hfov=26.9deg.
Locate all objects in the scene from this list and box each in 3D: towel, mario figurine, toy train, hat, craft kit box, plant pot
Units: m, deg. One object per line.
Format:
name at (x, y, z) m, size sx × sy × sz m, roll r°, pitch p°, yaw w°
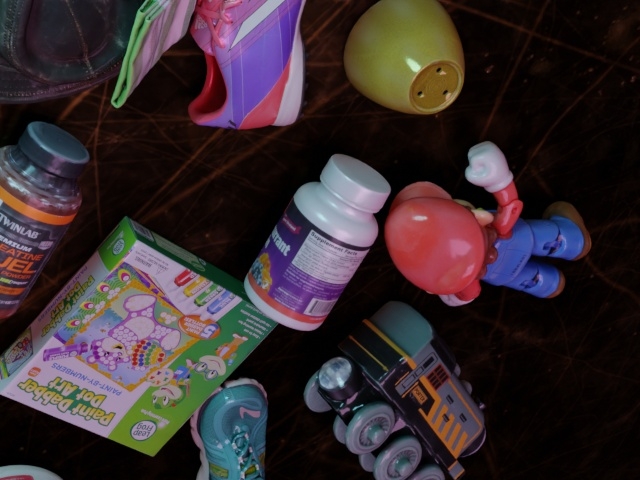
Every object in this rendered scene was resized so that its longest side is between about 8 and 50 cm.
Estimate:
towel at (-0.148, -0.201, 1.260) m, size 0.023 × 0.152 × 0.113 m, roll 24°, pitch 130°, yaw 1°
mario figurine at (0.192, -0.017, 1.672) m, size 0.320 × 0.170 × 0.198 m, roll 9°, pitch 85°, yaw -46°
toy train at (0.116, 0.228, 1.795) m, size 0.190 × 0.142 × 0.334 m, roll -43°, pitch 135°, yaw -6°
hat at (-0.249, -0.237, 1.207) m, size 0.331 × 0.134 × 0.331 m, roll -15°, pitch 132°, yaw -17°
craft kit box at (-0.213, 0.121, 1.573) m, size 0.246 × 0.061 × 0.250 m, roll -45°, pitch 134°, yaw 14°
plant pot at (0.105, -0.191, 1.468) m, size 0.134 × 0.095 × 0.134 m, roll -15°, pitch 132°, yaw -18°

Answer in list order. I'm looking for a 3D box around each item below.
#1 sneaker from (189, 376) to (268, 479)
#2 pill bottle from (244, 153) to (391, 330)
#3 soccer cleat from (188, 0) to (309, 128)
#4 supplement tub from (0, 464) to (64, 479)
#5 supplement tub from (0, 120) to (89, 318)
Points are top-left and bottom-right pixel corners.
sneaker at (-0.102, 0.288, 1.731) m, size 0.107 × 0.110 × 0.275 m, roll -15°, pitch 131°, yaw -18°
pill bottle at (0.000, 0.000, 1.556) m, size 0.108 × 0.108 × 0.193 m, roll 15°, pitch 117°, yaw -37°
soccer cleat at (-0.073, -0.244, 1.323) m, size 0.116 × 0.108 × 0.318 m, roll -11°, pitch 132°, yaw -17°
supplement tub at (-0.351, 0.420, 1.583) m, size 0.191 × 0.272 × 0.191 m, roll -15°, pitch 131°, yaw -18°
supplement tub at (-0.313, -0.023, 1.362) m, size 0.106 × 0.106 × 0.198 m, roll 18°, pitch 115°, yaw -38°
